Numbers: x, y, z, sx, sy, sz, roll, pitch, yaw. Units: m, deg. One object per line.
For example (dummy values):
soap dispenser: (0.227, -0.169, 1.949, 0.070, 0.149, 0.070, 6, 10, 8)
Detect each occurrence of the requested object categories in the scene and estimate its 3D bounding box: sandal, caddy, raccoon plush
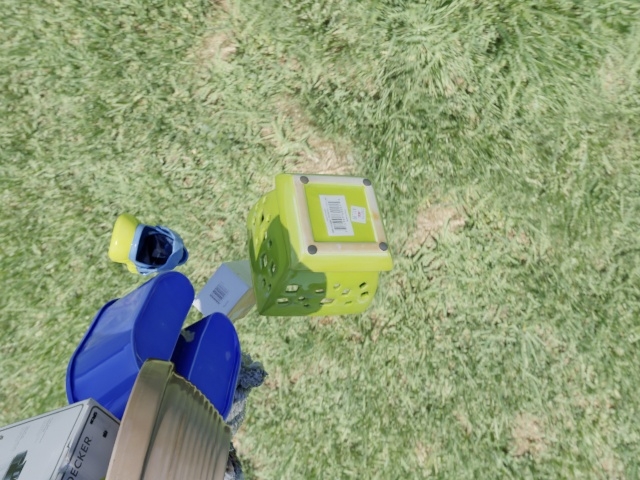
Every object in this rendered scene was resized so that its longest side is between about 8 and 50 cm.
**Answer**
sandal: (-0.353, 0.025, 1.322, 0.138, 0.317, 0.126, 15, 87, -2)
caddy: (-0.276, 0.212, 1.005, 0.179, 0.341, 0.241, -35, 112, 18)
raccoon plush: (-0.191, 0.398, 1.349, 0.299, 0.216, 0.447, 2, 126, 56)

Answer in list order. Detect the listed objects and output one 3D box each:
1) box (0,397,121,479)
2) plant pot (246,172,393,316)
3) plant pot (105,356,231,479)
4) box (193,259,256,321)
box: (-0.362, 0.301, 0.679, 0.289, 0.169, 0.087, -22, 124, 21)
plant pot: (0.000, 0.000, 1.130, 0.227, 0.228, 0.207, 1, 151, -21)
plant pot: (-0.160, 0.254, 0.654, 0.109, 0.237, 0.238, 12, 111, -8)
box: (-0.212, 0.126, 1.485, 0.091, 0.170, 0.130, 41, 101, 11)
